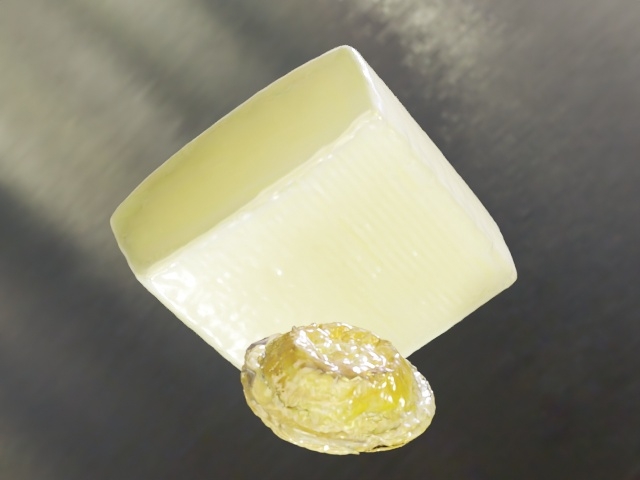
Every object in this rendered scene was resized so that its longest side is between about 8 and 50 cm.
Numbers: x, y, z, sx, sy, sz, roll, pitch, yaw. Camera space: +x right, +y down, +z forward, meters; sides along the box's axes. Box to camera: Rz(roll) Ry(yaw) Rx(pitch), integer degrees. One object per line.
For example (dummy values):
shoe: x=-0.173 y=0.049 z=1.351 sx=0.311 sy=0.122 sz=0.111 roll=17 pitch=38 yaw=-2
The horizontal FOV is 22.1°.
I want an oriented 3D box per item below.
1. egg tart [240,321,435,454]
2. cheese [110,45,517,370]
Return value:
egg tart: x=0.011 y=0.084 z=1.040 sx=0.129 sy=0.128 sz=0.049 roll=-85 pitch=6 yaw=-59
cheese: x=0.000 y=0.000 z=1.338 sx=0.242 sy=0.265 sz=0.124 roll=-38 pitch=47 yaw=6
